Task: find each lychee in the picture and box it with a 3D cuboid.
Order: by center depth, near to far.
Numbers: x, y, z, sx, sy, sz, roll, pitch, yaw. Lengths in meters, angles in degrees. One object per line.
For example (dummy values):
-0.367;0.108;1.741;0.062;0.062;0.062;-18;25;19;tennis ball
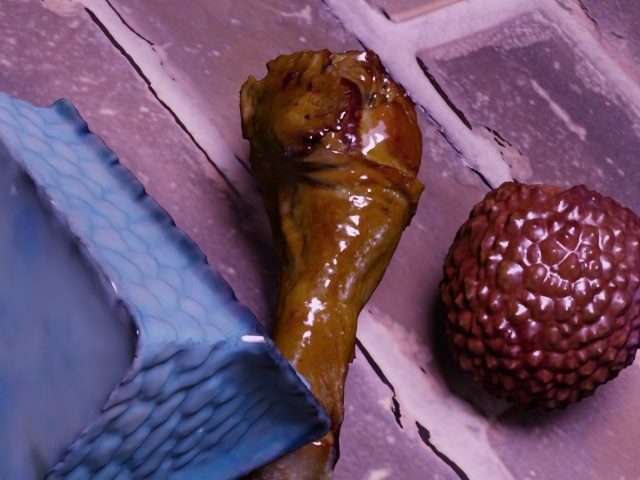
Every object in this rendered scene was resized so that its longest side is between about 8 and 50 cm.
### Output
0.184;0.048;0.958;0.188;0.188;0.188;13;50;-16;lychee

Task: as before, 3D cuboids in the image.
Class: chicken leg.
0.007;-0.013;0.893;0.140;0.211;0.361;-2;47;8;chicken leg

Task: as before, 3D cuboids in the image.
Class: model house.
-0.148;0.056;0.739;0.241;0.226;0.261;6;35;-53;model house
